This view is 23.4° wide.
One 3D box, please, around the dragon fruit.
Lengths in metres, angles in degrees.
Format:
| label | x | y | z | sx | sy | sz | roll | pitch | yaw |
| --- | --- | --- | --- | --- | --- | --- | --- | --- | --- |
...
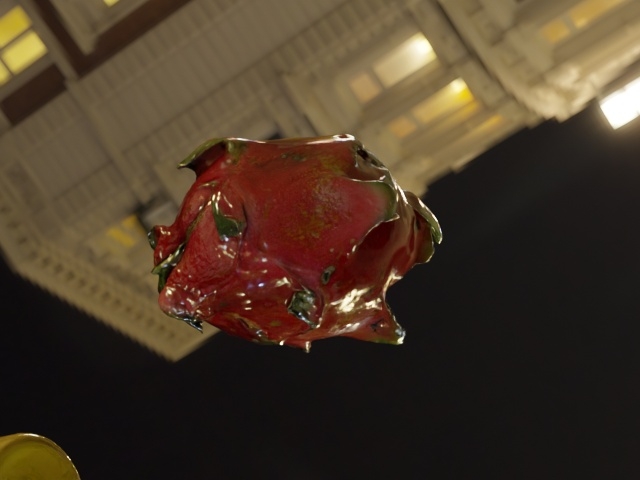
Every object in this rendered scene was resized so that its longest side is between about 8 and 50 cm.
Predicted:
| label | x | y | z | sx | sy | sz | roll | pitch | yaw |
| --- | --- | --- | --- | --- | --- | --- | --- | --- | --- |
| dragon fruit | -0.015 | 0.013 | 1.244 | 0.198 | 0.200 | 0.269 | 59 | -170 | 21 |

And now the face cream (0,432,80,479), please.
| label | x | y | z | sx | sy | sz | roll | pitch | yaw |
| --- | --- | --- | --- | --- | --- | --- | --- | --- | --- |
| face cream | -0.256 | 0.167 | 0.908 | 0.078 | 0.273 | 0.078 | 19 | -116 | -47 |
